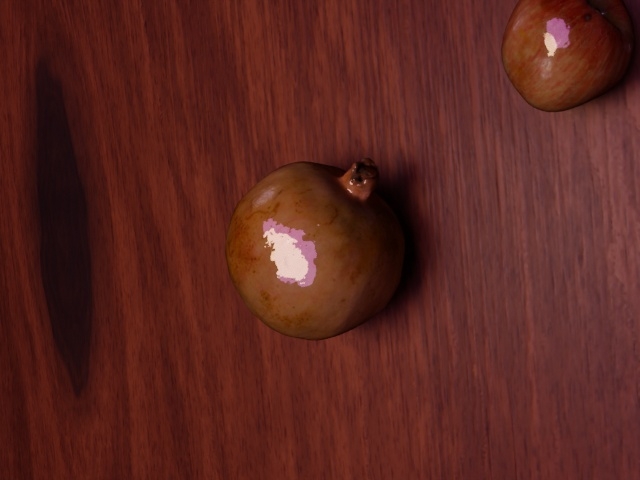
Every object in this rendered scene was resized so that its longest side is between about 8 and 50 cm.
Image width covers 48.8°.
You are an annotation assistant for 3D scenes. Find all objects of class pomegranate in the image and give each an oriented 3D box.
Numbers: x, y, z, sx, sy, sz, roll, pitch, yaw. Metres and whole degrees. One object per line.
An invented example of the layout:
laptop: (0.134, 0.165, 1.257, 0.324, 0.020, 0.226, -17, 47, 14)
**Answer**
pomegranate: (0.000, 0.000, 0.995, 0.270, 0.229, 0.252, -47, 66, 26)

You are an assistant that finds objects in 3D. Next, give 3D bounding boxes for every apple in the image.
apple: (0.277, -0.221, 0.798, 0.131, 0.146, 0.146, -44, 66, 53)
